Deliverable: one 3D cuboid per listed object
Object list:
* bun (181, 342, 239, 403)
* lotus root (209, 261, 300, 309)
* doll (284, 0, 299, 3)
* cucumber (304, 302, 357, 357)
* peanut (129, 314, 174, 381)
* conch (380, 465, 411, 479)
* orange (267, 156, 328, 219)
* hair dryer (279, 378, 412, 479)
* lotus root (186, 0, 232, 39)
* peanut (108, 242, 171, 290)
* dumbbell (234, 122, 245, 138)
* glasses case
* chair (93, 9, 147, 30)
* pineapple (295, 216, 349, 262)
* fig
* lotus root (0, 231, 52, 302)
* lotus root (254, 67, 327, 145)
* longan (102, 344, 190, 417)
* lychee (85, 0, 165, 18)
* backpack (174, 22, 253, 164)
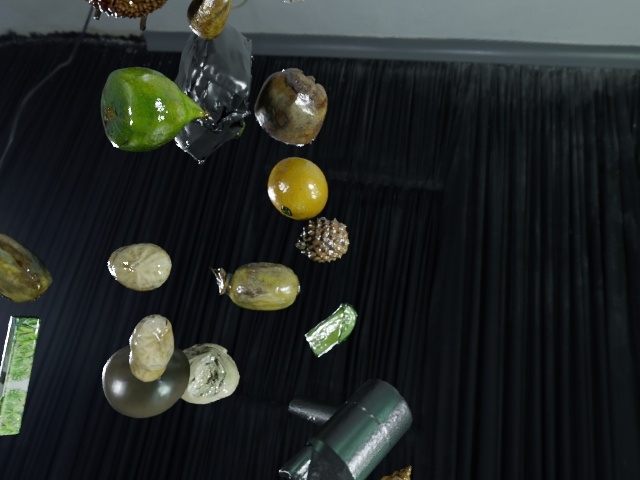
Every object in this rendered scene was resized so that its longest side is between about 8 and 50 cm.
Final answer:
[{"bbox_3d":[-0.367,0.404,1.334,0.237,0.116,0.210,23,-152,37],"label":"bun"},{"bbox_3d":[-0.200,0.138,1.274,0.279,0.153,0.154,7,162,-15],"label":"lotus root"},{"bbox_3d":[-0.079,-0.769,1.312,0.127,0.073,0.084,13,-179,29],"label":"doll"},{"bbox_3d":[0.028,0.212,0.957,0.046,0.070,0.220,3,148,-25],"label":"cucumber"},{"bbox_3d":[-0.372,0.242,0.924,0.100,0.099,0.214,17,135,-20],"label":"peanut"},{"bbox_3d":[0.108,0.663,1.012,0.109,0.331,0.093,42,150,28],"label":"conch"},{"bbox_3d":[-0.081,-0.188,1.544,0.237,0.235,0.236,9,161,3],"label":"orange"},{"bbox_3d":[-0.005,0.378,0.825,0.245,0.116,0.303,-30,-172,-34],"label":"hair dryer"},{"bbox_3d":[-0.290,-0.628,1.138,0.191,0.094,0.108,-27,100,48],"label":"lotus root"},{"bbox_3d":[-0.484,0.069,1.123,0.129,0.129,0.225,26,159,-38],"label":"peanut"},{"bbox_3d":[-0.419,-0.513,1.770,0.302,0.108,0.121,42,168,46],"label":"dumbbell"},{"bbox_3d":[-0.755,0.325,1.045,0.062,0.271,0.095,11,169,-36],"label":"glasses case"},{"bbox_3d":[-0.582,-0.820,1.249,0.187,0.318,0.160,12,172,-2],"label":"chair"},{"bbox_3d":[0.000,0.000,1.507,0.193,0.166,0.166,-11,171,-28],"label":"pineapple"},{"bbox_3d":[-0.400,-0.322,1.050,0.203,0.202,0.235,-7,-174,40],"label":"fig"},{"bbox_3d":[-1.011,0.079,1.373,0.274,0.160,0.152,50,-172,-23],"label":"lotus root"},{"bbox_3d":[-0.083,-0.487,1.487,0.273,0.271,0.192,17,154,-20],"label":"lotus root"},{"bbox_3d":[-0.460,0.370,1.130,0.221,0.196,0.197,10,163,-32],"label":"longan"},{"bbox_3d":[-0.491,-0.698,1.043,0.268,0.267,0.267,9,161,3],"label":"lychee"},{"bbox_3d":[-0.368,-0.471,1.416,0.255,0.362,0.446,16,146,-30],"label":"backpack"}]
